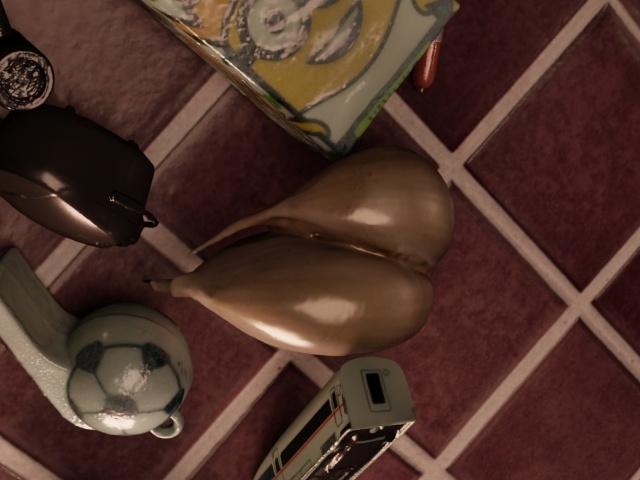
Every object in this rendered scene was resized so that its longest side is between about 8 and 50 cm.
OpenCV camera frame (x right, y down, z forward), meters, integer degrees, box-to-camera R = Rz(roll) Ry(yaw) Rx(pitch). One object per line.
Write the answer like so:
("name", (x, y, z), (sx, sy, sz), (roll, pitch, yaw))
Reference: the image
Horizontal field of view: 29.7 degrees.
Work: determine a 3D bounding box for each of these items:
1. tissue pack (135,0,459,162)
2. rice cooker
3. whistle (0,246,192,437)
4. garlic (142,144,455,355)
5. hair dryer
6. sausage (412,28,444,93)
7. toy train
("tissue pack", (-0.036, -0.268, 1.318), (0.311, 0.128, 0.228), (38, 90, -30))
("rice cooker", (-0.259, -0.066, 1.273), (0.203, 0.142, 0.118), (35, 71, -51))
("whistle", (-0.237, 0.119, 1.345), (0.163, 0.163, 0.289), (-37, 119, -9))
("garlic", (0.000, 0.000, 1.360), (0.340, 0.246, 0.231), (2, 105, -23))
("hair dryer", (-0.335, -0.251, 1.181), (0.070, 0.128, 0.255), (-24, 120, -16))
("sausage", (0.139, -0.285, 1.447), (0.029, 0.029, 0.223), (2, 106, -25))
("toy train", (-0.011, 0.259, 1.443), (0.086, 0.088, 0.407), (-4, 152, -25))
